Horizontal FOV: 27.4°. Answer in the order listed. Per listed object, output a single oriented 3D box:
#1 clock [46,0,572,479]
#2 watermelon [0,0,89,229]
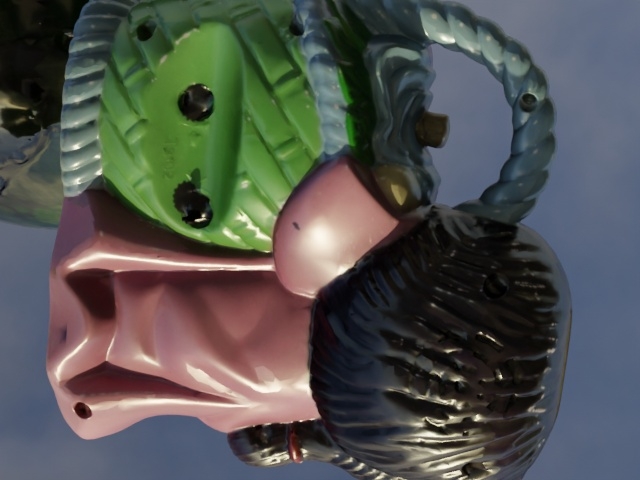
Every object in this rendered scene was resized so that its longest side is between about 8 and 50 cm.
[{"bbox_3d":[0.000,0.000,0.497,0.100,0.196,0.193,-31,-50,-70],"label":"clock"},{"bbox_3d":[-0.137,-0.174,0.796,0.363,0.363,0.363,10,-109,-31],"label":"watermelon"}]
